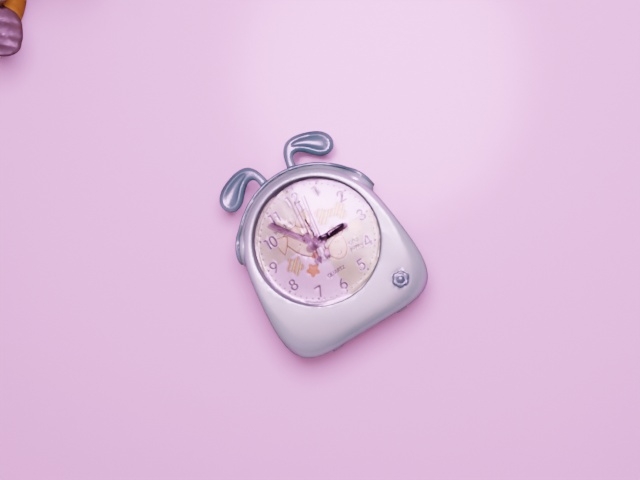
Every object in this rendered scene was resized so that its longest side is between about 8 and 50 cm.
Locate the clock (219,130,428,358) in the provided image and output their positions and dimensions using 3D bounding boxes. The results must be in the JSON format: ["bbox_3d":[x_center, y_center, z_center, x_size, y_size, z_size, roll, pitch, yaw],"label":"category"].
[{"bbox_3d":[0.000,0.000,1.035,0.148,0.060,0.188,-29,88,4],"label":"clock"}]

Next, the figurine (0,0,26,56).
[{"bbox_3d":[-0.393,-0.238,1.013,0.257,0.192,0.167,3,62,-19],"label":"figurine"}]
